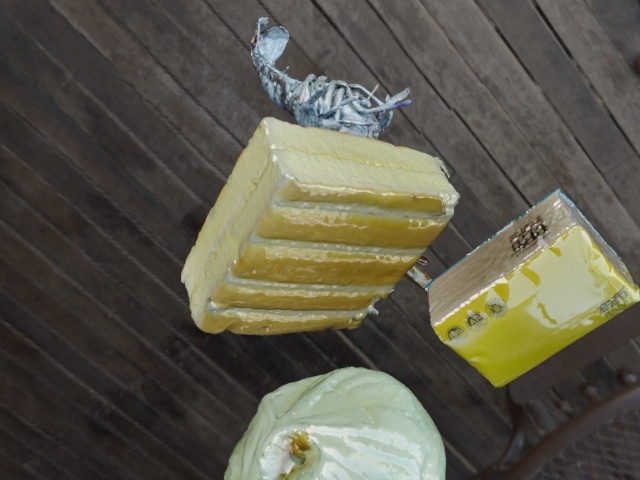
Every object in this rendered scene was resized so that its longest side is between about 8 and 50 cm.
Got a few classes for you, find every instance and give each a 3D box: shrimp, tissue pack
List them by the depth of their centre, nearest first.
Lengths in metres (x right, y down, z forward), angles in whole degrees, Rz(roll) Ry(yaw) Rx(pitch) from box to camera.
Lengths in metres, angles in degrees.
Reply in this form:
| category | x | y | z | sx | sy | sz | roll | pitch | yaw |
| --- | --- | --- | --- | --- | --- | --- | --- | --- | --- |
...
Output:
| category | x | y | z | sx | sy | sz | roll | pitch | yaw |
| --- | --- | --- | --- | --- | --- | --- | --- | --- | --- |
| tissue pack | 0.202 | 0.052 | 0.687 | 0.169 | 0.082 | 0.120 | -39 | 117 | 20 |
| shrimp | 0.121 | 0.034 | 0.882 | 0.114 | 0.083 | 0.023 | 41 | 112 | 26 |
| shrimp | 0.012 | -0.252 | 1.269 | 0.410 | 0.221 | 0.166 | 33 | 99 | 29 |

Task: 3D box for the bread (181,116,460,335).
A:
| category | x | y | z | sx | sy | sz | roll | pitch | yaw |
| --- | --- | --- | --- | --- | --- | --- | --- | --- | --- |
| bread | 0.000 | 0.000 | 0.773 | 0.246 | 0.111 | 0.239 | 4 | 136 | -36 |

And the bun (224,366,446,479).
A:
| category | x | y | z | sx | sy | sz | roll | pitch | yaw |
| --- | --- | --- | --- | --- | --- | --- | --- | --- | --- |
| bun | 0.000 | 0.190 | 0.583 | 0.195 | 0.195 | 0.118 | -36 | 135 | 21 |
